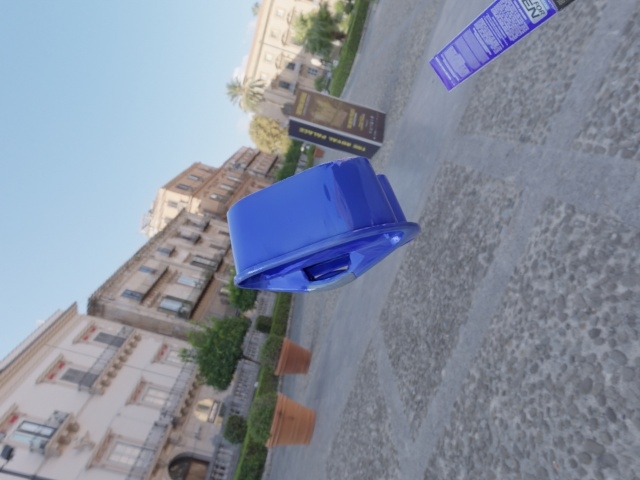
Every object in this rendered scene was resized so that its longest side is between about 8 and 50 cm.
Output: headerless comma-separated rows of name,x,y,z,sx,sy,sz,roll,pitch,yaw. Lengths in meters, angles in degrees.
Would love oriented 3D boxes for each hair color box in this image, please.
hair color box,0.428,-0.500,0.949,0.185,0.110,0.339,-39,8,-20

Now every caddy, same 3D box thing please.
caddy,0.000,0.000,0.725,0.241,0.342,0.179,11,-119,-66
